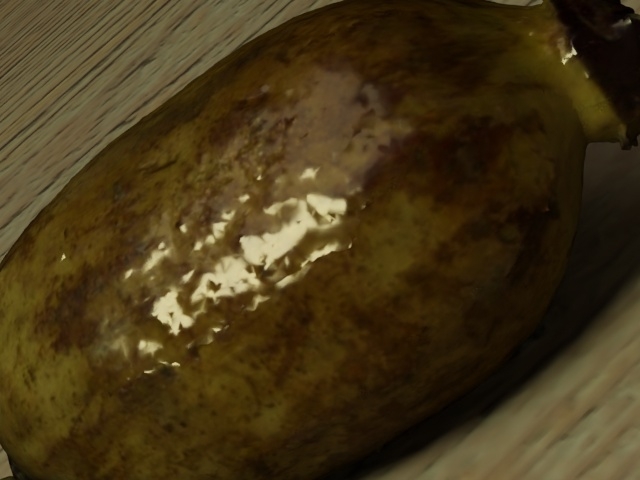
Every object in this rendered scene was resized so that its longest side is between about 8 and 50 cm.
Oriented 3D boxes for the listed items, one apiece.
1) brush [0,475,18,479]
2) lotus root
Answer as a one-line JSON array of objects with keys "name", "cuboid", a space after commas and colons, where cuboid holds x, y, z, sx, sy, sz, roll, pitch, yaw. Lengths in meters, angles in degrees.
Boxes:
[{"name": "brush", "cuboid": [-0.148, 0.171, 0.529, 0.123, 0.059, 0.197, -35, 19, 52]}, {"name": "lotus root", "cuboid": [0.000, 0.000, 0.570, 0.260, 0.128, 0.145, -35, 43, 16]}]
